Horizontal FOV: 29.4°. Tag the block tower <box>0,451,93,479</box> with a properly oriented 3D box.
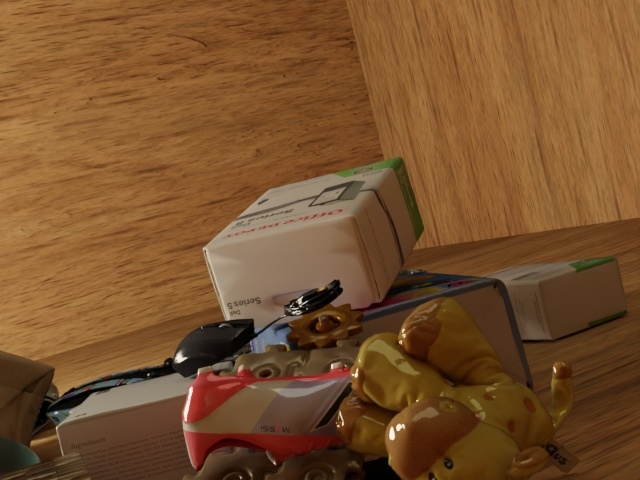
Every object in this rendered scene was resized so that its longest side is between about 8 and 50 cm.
[{"bbox_3d":[-0.237,0.264,1.090,0.097,0.091,0.335,-15,2,-17],"label":"block tower"}]

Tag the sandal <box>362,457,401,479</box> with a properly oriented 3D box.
[{"bbox_3d":[0.103,0.202,1.177,0.179,0.040,0.067,-13,2,9],"label":"sandal"}]

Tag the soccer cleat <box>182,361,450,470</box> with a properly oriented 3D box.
[{"bbox_3d":[-0.004,0.162,1.125,0.248,0.095,0.083,-2,-18,2],"label":"soccer cleat"}]

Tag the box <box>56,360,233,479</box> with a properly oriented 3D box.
[{"bbox_3d":[-0.177,0.222,1.358,0.182,0.119,0.181,-14,3,1],"label":"box"}]

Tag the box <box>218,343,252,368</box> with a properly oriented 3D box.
[{"bbox_3d":[-0.098,0.200,1.851,0.147,0.077,0.180,-13,3,19],"label":"box"}]

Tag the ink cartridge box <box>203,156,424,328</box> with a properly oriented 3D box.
[{"bbox_3d":[0.000,0.000,1.523,0.198,0.115,0.273,-13,14,19],"label":"ink cartridge box"}]

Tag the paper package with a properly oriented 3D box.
[{"bbox_3d":[-0.580,0.220,1.739,0.309,0.168,0.325,20,-16,-27],"label":"paper package"}]

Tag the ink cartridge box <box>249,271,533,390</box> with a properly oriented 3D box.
[{"bbox_3d":[0.062,0.142,1.568,0.270,0.151,0.395,-14,1,-12],"label":"ink cartridge box"}]

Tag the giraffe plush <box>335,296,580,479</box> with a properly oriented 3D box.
[{"bbox_3d":[0.109,0.168,0.983,0.210,0.181,0.170,21,20,7],"label":"giraffe plush"}]

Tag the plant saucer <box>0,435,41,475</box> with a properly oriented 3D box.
[{"bbox_3d":[-0.450,0.271,1.266,0.317,0.043,0.317,-10,-27,-5],"label":"plant saucer"}]

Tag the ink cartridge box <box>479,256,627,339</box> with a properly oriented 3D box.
[{"bbox_3d":[0.324,0.090,1.843,0.160,0.092,0.219,-15,2,-30],"label":"ink cartridge box"}]

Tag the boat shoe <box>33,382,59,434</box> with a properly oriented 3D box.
[{"bbox_3d":[-0.484,0.291,2.068,0.081,0.079,0.227,-4,10,13],"label":"boat shoe"}]

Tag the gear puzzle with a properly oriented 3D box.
[{"bbox_3d":[-0.023,0.168,1.227,0.175,0.044,0.339,-5,31,14],"label":"gear puzzle"}]

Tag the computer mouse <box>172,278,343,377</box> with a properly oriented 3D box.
[{"bbox_3d":[-0.074,0.088,1.323,0.242,0.041,0.071,-28,3,29],"label":"computer mouse"}]

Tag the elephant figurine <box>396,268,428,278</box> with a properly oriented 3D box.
[{"bbox_3d":[0.127,0.123,1.893,0.239,0.186,0.169,-3,-38,12],"label":"elephant figurine"}]

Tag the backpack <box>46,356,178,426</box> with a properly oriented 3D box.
[{"bbox_3d":[-0.260,0.232,1.586,0.173,0.117,0.158,-13,3,4],"label":"backpack"}]
